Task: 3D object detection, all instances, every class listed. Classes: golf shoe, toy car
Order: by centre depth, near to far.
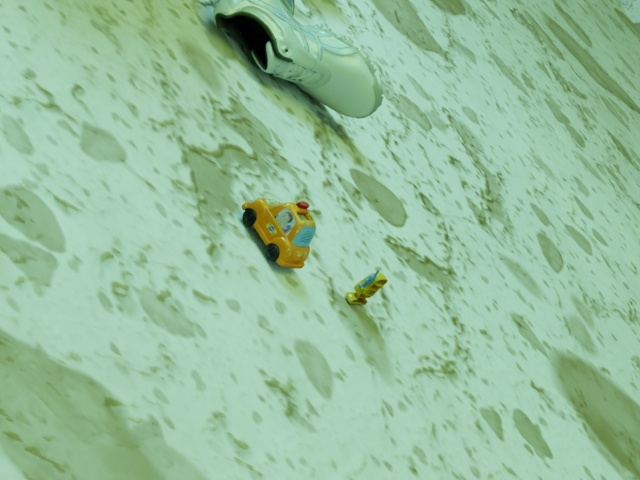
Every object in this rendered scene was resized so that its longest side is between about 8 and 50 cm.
[{"bbox_3d":[0.000,0.000,1.087,0.122,0.040,0.060,25,31,-46],"label":"toy car"},{"bbox_3d":[-0.025,-0.154,1.307,0.176,0.069,0.086,40,42,-14],"label":"golf shoe"}]
